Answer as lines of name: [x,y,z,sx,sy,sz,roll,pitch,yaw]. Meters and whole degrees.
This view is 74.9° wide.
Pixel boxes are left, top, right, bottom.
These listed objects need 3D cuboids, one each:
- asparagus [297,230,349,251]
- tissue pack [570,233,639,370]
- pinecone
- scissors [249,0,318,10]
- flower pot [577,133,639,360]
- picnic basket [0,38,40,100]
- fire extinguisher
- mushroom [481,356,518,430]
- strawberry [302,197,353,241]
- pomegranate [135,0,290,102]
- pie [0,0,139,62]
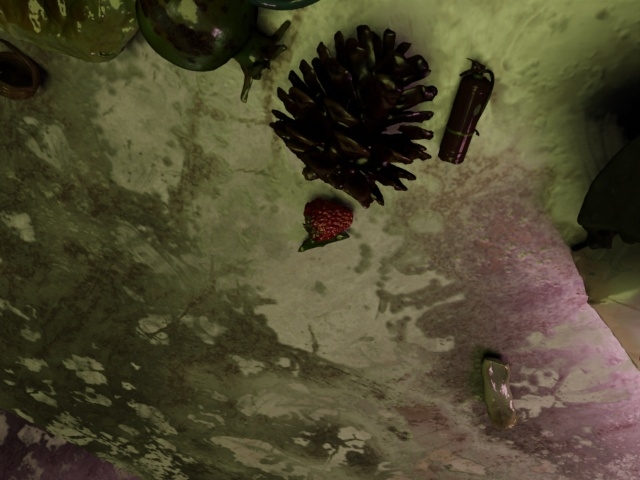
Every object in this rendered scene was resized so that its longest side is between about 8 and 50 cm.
asparagus: [0.000,0.001,0.722,0.108,0.025,0.021,-18,79,30]
tissue pack: [0.519,0.053,0.550,0.271,0.124,0.201,-31,111,35]
pinecone: [0.046,-0.144,0.488,0.208,0.207,0.207,8,130,10]
scissors: [0.064,-0.279,0.405,0.289,0.041,0.138,-6,172,-8]
flower pot: [0.388,0.007,0.339,0.251,0.379,0.379,8,141,-36]
picnic basket: [-0.452,-0.256,0.618,0.072,0.072,0.083,38,141,-15]
fire extinguisher: [0.185,-0.161,0.528,0.056,0.039,0.132,-8,132,-19]
mushroom: [0.363,0.308,0.855,0.059,0.054,0.202,-12,119,18]
strawberry: [0.011,-0.036,0.673,0.083,0.073,0.073,-16,131,-17]
pomegranate: [-0.124,-0.254,0.483,0.169,0.148,0.148,34,130,-20]
pie: [-0.329,-0.357,0.491,0.307,0.071,0.306,12,128,15]
